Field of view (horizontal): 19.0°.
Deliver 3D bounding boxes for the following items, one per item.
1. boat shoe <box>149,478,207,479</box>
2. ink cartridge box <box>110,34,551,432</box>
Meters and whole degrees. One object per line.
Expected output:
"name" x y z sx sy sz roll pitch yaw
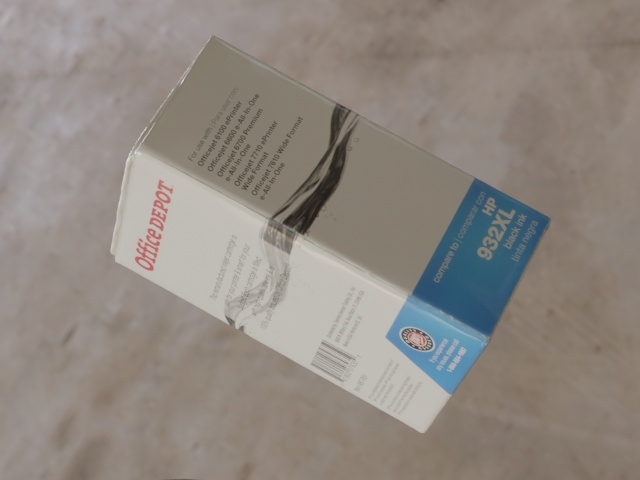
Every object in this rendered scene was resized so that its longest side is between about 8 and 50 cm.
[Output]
"boat shoe" -0.054 0.138 0.638 0.302 0.103 0.113 -12 80 39
"ink cartridge box" 0.000 0.000 1.550 0.129 0.307 0.223 -60 -3 -25
